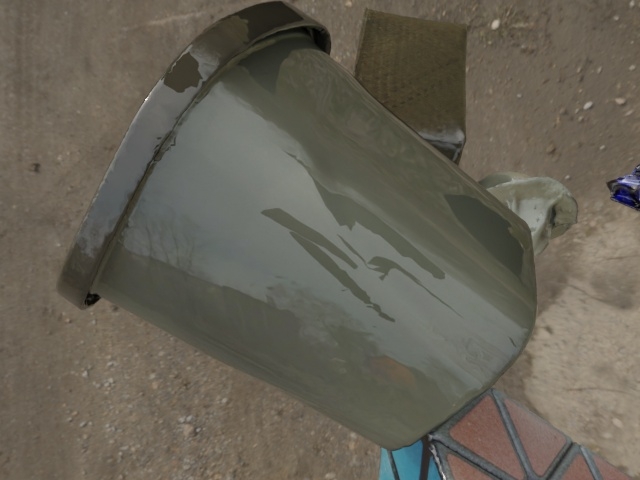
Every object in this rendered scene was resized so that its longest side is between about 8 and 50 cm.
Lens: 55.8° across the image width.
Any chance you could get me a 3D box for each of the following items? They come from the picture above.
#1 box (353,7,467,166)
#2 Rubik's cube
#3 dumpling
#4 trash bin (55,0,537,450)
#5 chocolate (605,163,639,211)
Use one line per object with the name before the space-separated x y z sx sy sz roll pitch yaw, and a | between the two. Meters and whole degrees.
box | 0.101 -0.152 0.792 0.143 0.184 0.273 10 49 2
Rubik's cube | 0.145 0.253 0.534 0.228 0.233 0.229 18 67 36
dumpling | 0.268 -0.030 0.813 0.150 0.176 0.092 5 47 37
trash bin | 0.000 0.000 0.427 0.250 0.219 0.220 34 126 -7
chocolate | 0.620 -0.060 0.921 0.343 0.126 0.148 11 43 35
